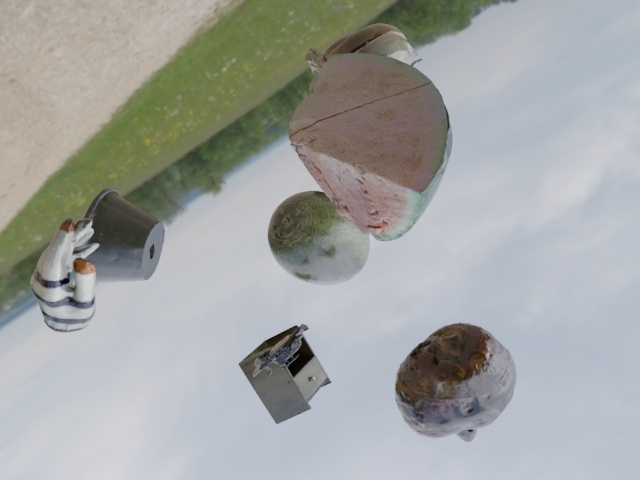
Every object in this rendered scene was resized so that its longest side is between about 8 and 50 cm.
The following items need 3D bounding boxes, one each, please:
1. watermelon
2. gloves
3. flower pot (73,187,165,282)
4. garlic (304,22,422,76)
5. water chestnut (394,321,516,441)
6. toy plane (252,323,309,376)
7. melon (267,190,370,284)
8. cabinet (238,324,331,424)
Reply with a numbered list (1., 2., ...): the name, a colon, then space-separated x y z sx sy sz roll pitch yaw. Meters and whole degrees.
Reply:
1. watermelon: 0.107 -0.152 1.240 0.319 0.222 0.292 17 -127 27
2. gloves: -0.483 0.060 1.304 0.132 0.218 0.140 -7 -148 -13
3. flower pot: -0.509 0.011 1.802 0.269 0.166 0.268 16 90 -85
4. garlic: 0.121 -0.390 1.623 0.292 0.210 0.237 -13 -152 -6
5. water chestnut: 0.308 0.329 1.589 0.289 0.244 0.289 -39 164 -13
6. toy plane: -0.107 0.287 1.740 0.197 0.053 0.078 -43 -164 24
7. melon: 0.000 0.000 1.897 0.249 0.329 0.248 -17 -121 31
8. cabinet: -0.098 0.398 2.082 0.148 0.215 0.175 -30 -177 28
